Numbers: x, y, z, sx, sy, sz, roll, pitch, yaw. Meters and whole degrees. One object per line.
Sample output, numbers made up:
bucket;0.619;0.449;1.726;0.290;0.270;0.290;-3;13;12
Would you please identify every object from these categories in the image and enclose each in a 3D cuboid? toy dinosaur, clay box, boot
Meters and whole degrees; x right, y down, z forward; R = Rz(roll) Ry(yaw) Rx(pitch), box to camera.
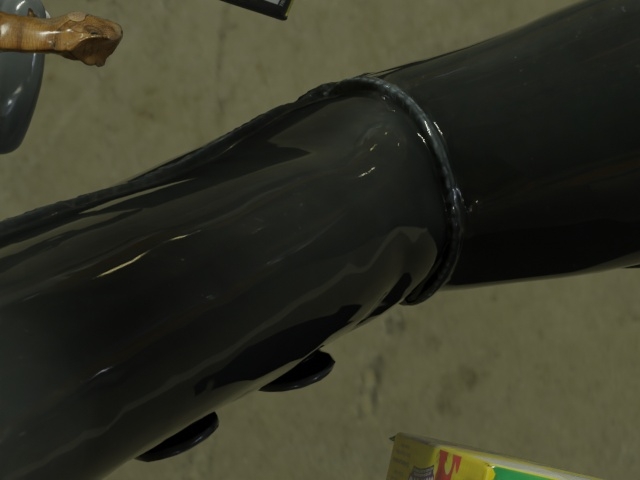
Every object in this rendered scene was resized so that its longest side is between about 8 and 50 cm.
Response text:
toy dinosaur;-0.203;-0.090;0.862;0.211;0.064;0.112;-18;49;5
clay box;0.110;0.140;0.927;0.127;0.222;0.053;14;85;-9
boot;-0.001;0.001;0.752;0.445;0.367;0.146;-20;91;-46

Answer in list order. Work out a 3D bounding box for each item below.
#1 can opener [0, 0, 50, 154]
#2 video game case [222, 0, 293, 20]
can opener;-0.248;-0.034;1.173;0.283;0.076;0.095;-68;23;9
video game case;-0.104;-0.340;1.544;0.248;0.275;0.035;-67;30;15
